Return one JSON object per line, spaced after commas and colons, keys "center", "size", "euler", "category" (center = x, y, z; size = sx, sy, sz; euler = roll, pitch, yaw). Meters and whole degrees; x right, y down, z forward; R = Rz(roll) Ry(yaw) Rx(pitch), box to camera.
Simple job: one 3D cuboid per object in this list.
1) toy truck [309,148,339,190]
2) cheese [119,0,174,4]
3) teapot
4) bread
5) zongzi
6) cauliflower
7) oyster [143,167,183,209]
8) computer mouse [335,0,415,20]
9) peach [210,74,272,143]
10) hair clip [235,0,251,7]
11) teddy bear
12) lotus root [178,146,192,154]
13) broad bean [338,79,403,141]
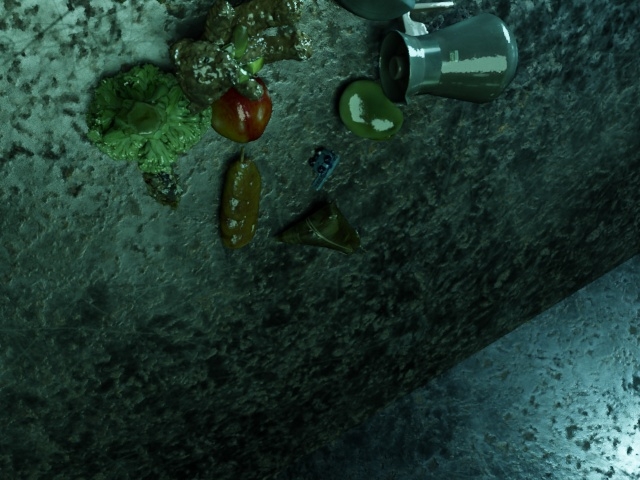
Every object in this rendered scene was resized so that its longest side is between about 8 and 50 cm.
{"center": [0.000, -0.225, 1.661], "size": [0.074, 0.063, 0.136], "euler": [7, 124, -53], "category": "toy truck"}
{"center": [-0.412, -0.607, 1.162], "size": [0.202, 0.091, 0.175], "euler": [15, 116, -33], "category": "cheese"}
{"center": [0.360, -0.537, 1.511], "size": [0.344, 0.253, 0.300], "euler": [-11, 88, -18], "category": "teapot"}
{"center": [-0.247, -0.128, 1.588], "size": [0.124, 0.084, 0.344], "euler": [-22, 133, -40], "category": "bread"}
{"center": [0.000, 0.000, 1.805], "size": [0.241, 0.111, 0.248], "euler": [-26, 139, 15], "category": "zongzi"}
{"center": [-0.424, -0.296, 1.261], "size": [0.272, 0.250, 0.275], "euler": [36, 97, -15], "category": "cauliflower"}
{"center": [-0.442, -0.143, 1.501], "size": [0.103, 0.051, 0.148], "euler": [-25, 141, 1], "category": "oyster"}
{"center": [0.075, -0.650, 1.316], "size": [0.371, 0.188, 0.122], "euler": [16, 122, -34], "category": "computer mouse"}
{"center": [-0.218, -0.365, 1.372], "size": [0.197, 0.197, 0.197], "euler": [-13, 127, -18], "category": "peach"}
{"center": [-0.144, -0.581, 1.265], "size": [0.090, 0.137, 0.278], "euler": [4, 141, -46], "category": "hair clip"}
{"center": [-0.176, -0.428, 1.188], "size": [0.296, 0.223, 0.246], "euler": [-6, 141, 10], "category": "teddy bear"}
{"center": [-0.386, -0.274, 1.428], "size": [0.150, 0.062, 0.073], "euler": [-32, 138, -3], "category": "lotus root"}
{"center": [0.151, -0.391, 1.599], "size": [0.169, 0.100, 0.228], "euler": [-46, 118, -1], "category": "broad bean"}
